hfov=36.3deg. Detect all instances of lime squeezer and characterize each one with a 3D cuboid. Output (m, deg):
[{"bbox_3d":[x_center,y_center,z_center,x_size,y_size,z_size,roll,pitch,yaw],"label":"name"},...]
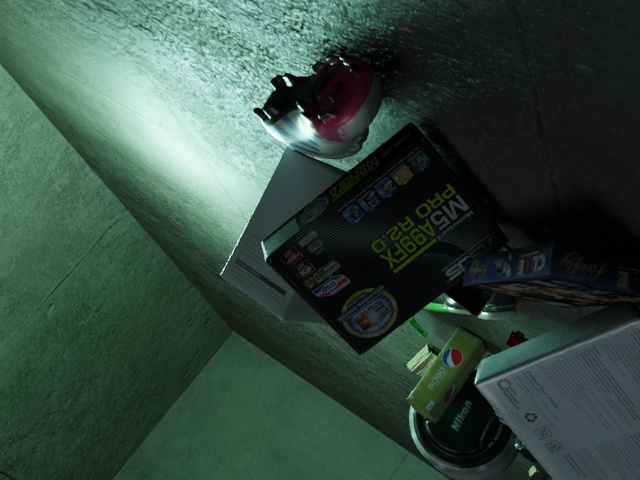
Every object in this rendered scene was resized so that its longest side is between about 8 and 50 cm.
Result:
[{"bbox_3d":[0.196,0.141,1.975,0.110,0.059,0.310,9,164,-3],"label":"lime squeezer"}]

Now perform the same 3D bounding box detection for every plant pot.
[{"bbox_3d":[0.221,0.043,1.480,0.109,0.109,0.096,38,178,6],"label":"plant pot"}]

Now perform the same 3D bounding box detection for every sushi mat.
[{"bbox_3d":[0.287,0.321,2.335,0.151,0.019,0.316,36,166,7],"label":"sushi mat"}]

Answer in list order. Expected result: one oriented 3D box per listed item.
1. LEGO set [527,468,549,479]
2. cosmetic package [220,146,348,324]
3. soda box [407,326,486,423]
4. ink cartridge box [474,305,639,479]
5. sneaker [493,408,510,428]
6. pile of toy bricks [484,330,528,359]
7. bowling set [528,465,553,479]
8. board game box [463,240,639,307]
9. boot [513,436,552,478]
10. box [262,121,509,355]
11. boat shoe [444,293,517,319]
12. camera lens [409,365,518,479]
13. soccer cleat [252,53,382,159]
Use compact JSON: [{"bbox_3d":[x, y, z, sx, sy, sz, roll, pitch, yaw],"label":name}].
[{"bbox_3d":[0.505,0.461,1.967,0.107,0.132,0.287,26,-172,24],"label":"LEGO set"},{"bbox_3d":[0.000,0.000,1.509,0.138,0.225,0.224,33,-172,29],"label":"cosmetic package"},{"bbox_3d":[0.249,0.263,1.913,0.058,0.181,0.061,30,164,31],"label":"soda box"},{"bbox_3d":[0.436,0.236,1.330,0.330,0.071,0.324,-29,109,32],"label":"ink cartridge box"},{"bbox_3d":[0.412,0.303,1.747,0.223,0.098,0.083,14,137,55],"label":"sneaker"},{"bbox_3d":[0.389,0.226,1.664,0.212,0.118,0.105,28,-160,9],"label":"pile of toy bricks"},{"bbox_3d":[0.595,0.592,2.221,0.200,0.154,0.287,23,168,-14],"label":"bowling set"},{"bbox_3d":[0.306,0.048,1.247,0.165,0.042,0.243,12,171,-14],"label":"board game box"},{"bbox_3d":[0.491,0.351,1.536,0.223,0.118,0.338,50,144,-11],"label":"boot"},{"bbox_3d":[0.089,0.003,1.347,0.216,0.270,0.060,47,-169,-26],"label":"box"},{"bbox_3d":[0.266,0.090,1.634,0.206,0.075,0.065,-172,76,-73],"label":"boat shoe"},{"bbox_3d":[0.308,0.387,2.042,0.219,0.219,0.274,33,172,22],"label":"camera lens"},{"bbox_3d":[0.027,-0.170,1.322,0.143,0.116,0.331,32,174,-22],"label":"soccer cleat"}]
